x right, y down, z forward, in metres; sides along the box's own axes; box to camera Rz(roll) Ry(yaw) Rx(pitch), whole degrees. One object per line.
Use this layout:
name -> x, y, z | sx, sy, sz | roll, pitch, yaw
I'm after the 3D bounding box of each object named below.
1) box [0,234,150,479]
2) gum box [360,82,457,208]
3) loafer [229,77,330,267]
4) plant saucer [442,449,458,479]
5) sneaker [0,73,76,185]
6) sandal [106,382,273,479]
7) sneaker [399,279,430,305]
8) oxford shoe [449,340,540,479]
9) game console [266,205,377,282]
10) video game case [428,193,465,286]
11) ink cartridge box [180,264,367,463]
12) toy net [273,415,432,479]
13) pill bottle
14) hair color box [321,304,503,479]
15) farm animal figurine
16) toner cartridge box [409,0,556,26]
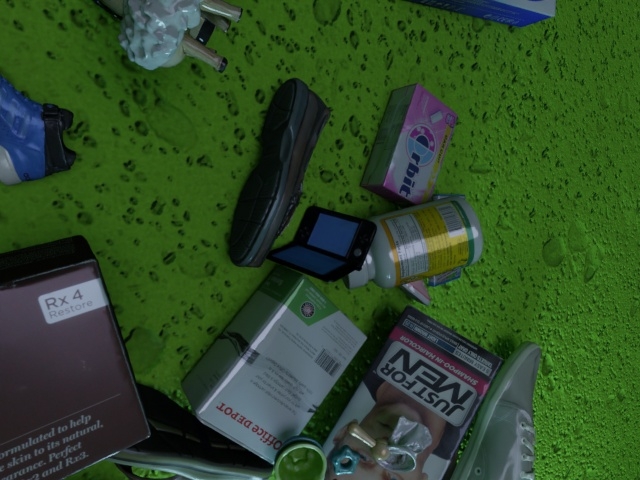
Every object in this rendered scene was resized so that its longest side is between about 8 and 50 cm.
box -> -0.279, 0.103, 0.386 | 0.168, 0.203, 0.167 | -18, 106, -28
gum box -> 0.152, -0.158, 0.704 | 0.107, 0.062, 0.188 | 22, 85, -32
loafer -> -0.046, -0.085, 0.576 | 0.084, 0.096, 0.268 | 20, 84, -38
plant saucer -> 0.158, 0.434, 0.799 | 0.277, 0.041, 0.278 | -4, 98, -32
sneaker -> -0.303, -0.139, 0.423 | 0.084, 0.058, 0.152 | -19, 110, -23
sandal -> -0.188, 0.269, 0.522 | 0.303, 0.120, 0.086 | 38, 90, -30
sneaker -> 0.167, 0.060, 0.748 | 0.134, 0.051, 0.070 | 41, 80, -25
oxford shoe -> 0.388, 0.427, 0.868 | 0.449, 0.130, 0.169 | -59, 136, -18
game console -> 0.000, 0.000, 0.585 | 0.071, 0.122, 0.107 | 35, 76, -58
video game case -> 0.240, -0.003, 0.789 | 0.119, 0.015, 0.166 | -7, 100, -49
ink cartridge box -> -0.062, 0.171, 0.595 | 0.219, 0.092, 0.160 | -50, 119, -15
toy net -> 0.052, 0.310, 0.571 | 0.232, 0.045, 0.122 | -2, 99, -11
pill bottle -> 0.132, 0.009, 0.655 | 0.208, 0.117, 0.118 | -15, 105, -7
hair color box -> 0.129, 0.300, 0.674 | 0.347, 0.174, 0.105 | -56, 159, -13
farm animal figurine -> -0.145, -0.364, 0.407 | 0.172, 0.330, 0.327 | 17, 116, -35
toner cartridge box -> 0.289, -0.498, 0.739 | 0.347, 0.075, 0.165 | -9, 102, -31
